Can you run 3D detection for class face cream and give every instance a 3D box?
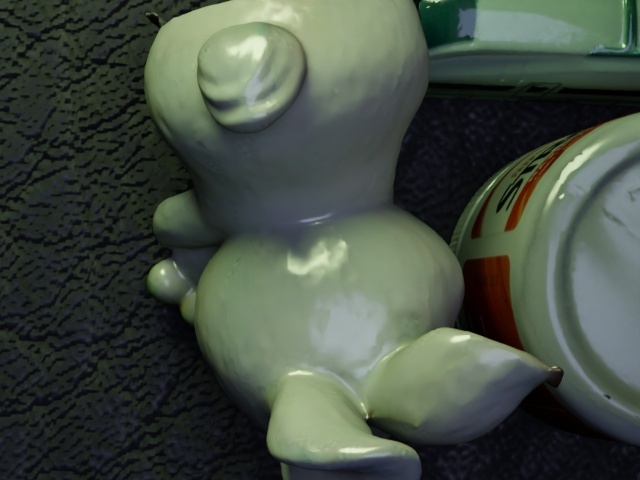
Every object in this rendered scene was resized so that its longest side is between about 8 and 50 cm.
[{"bbox_3d":[0.194,0.026,1.015,0.201,0.187,0.201,0,87,-10],"label":"face cream"}]

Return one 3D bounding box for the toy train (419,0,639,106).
[{"bbox_3d":[0.161,-0.136,1.068,0.407,0.088,0.086,1,88,-9],"label":"toy train"}]

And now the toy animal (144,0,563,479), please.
[{"bbox_3d":[0.002,0.000,0.954,0.183,0.247,0.310,-8,86,-15],"label":"toy animal"}]
